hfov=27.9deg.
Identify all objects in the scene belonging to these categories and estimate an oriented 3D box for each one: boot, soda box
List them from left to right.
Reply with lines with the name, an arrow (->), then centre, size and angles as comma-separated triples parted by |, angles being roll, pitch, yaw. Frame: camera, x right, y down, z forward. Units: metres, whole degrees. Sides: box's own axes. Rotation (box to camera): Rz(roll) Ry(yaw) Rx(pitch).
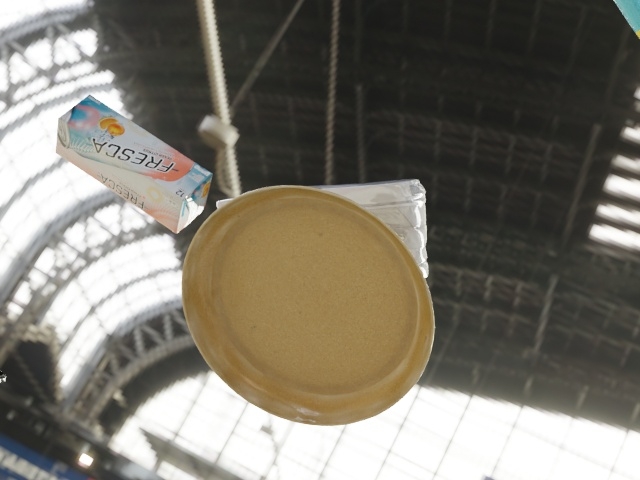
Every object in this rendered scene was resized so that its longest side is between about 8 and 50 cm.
soda box -> -0.215, -0.088, 1.475 | 0.183, 0.058, 0.063 | 32, -41, 13
boot -> 0.000, 0.000, 1.474 | 0.258, 0.123, 0.095 | -3, 6, 29

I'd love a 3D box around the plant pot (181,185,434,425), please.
plant pot -> -0.010, 0.056, 1.157 | 0.236, 0.032, 0.236 | 7, -66, 15

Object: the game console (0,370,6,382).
game console -> -0.480, 0.194, 1.633 | 0.107, 0.071, 0.122 | 23, 20, 25

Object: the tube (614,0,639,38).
tube -> 0.452, -0.340, 1.854 | 0.052, 0.080, 0.207 | -29, -89, 34
